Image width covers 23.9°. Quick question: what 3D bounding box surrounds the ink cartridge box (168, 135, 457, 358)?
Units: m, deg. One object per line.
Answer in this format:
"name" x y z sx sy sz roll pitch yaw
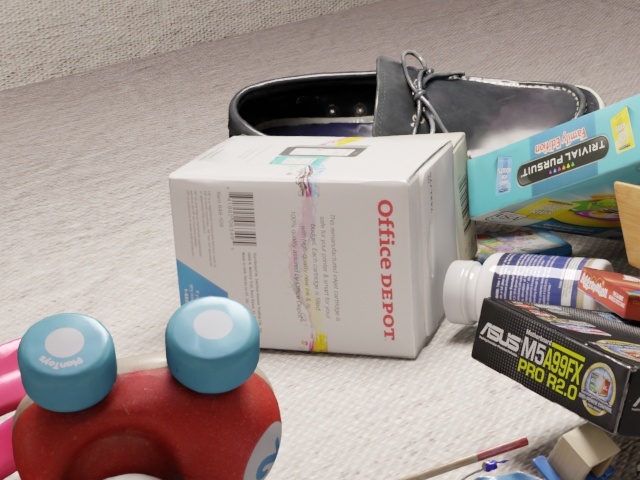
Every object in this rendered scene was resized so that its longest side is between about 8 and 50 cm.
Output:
"ink cartridge box" 0.000 0.000 1.679 0.270 0.198 0.197 3 18 19

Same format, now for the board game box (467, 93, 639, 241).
"board game box" 0.369 -0.079 1.718 0.253 0.079 0.336 7 -15 -32

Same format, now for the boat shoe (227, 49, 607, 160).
"boat shoe" 0.113 -0.144 1.927 0.500 0.156 0.187 -3 50 12

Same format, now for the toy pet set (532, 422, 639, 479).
"toy pet set" 0.221 0.210 1.214 0.122 0.065 0.114 -20 58 -34

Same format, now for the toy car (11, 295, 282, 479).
"toy car" -0.122 0.205 1.135 0.210 0.219 0.238 -6 46 -8

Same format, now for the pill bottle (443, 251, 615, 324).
"pill bottle" 0.220 0.061 1.600 0.169 0.094 0.094 4 19 25

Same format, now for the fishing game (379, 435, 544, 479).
"fishing game" 0.111 0.224 1.121 0.189 0.041 0.264 -19 23 3

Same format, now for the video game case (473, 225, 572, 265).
"video game case" 0.216 0.009 1.906 0.166 0.015 0.119 -9 17 -15

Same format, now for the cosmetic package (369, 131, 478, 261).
"cosmetic package" 0.025 -0.037 1.833 0.309 0.160 0.113 -3 19 18

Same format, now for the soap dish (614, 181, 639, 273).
"soap dish" 0.457 0.009 1.468 0.229 0.118 0.291 9 7 -30

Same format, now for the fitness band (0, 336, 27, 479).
"fitness band" -0.310 0.167 1.246 0.291 0.054 0.209 -21 -20 -42

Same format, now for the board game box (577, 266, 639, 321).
"board game box" 0.402 0.075 1.456 0.281 0.027 0.145 11 6 -9

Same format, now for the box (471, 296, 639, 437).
"box" 0.301 0.116 1.325 0.270 0.060 0.216 8 9 -28
